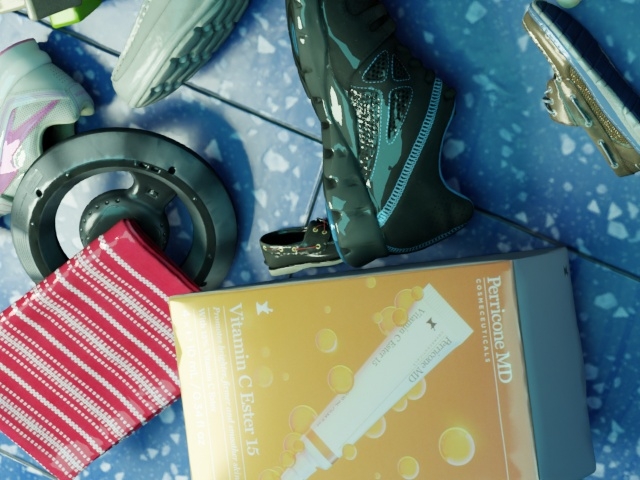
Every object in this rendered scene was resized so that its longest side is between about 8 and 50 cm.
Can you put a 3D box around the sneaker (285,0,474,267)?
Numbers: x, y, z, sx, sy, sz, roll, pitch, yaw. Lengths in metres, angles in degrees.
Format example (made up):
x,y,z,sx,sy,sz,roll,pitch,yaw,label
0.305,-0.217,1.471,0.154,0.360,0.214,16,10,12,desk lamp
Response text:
x,y,z,sx,sy,sz,roll,pitch,yaw,label
0.050,-0.152,1.590,0.140,0.125,0.340,-12,103,-1,sneaker

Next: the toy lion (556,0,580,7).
x,y,z,sx,sy,sz,roll,pitch,yaw,label
0.226,-0.271,1.511,0.096,0.034,0.100,-38,91,20,toy lion

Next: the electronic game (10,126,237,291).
x,y,z,sx,sy,sz,roll,pitch,yaw,label
-0.198,-0.011,1.722,0.229,0.048,0.229,0,122,0,electronic game

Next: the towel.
x,y,z,sx,sy,sz,roll,pitch,yaw,label
-0.230,0.118,1.743,0.275,0.031,0.199,-37,114,15,towel

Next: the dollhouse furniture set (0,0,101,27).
x,y,z,sx,sy,sz,roll,pitch,yaw,label
-0.400,-0.272,1.689,0.302,0.151,0.197,-10,104,25,dollhouse furniture set

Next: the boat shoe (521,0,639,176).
x,y,z,sx,sy,sz,roll,pitch,yaw,label
0.234,-0.132,1.532,0.066,0.066,0.183,-39,91,29,boat shoe

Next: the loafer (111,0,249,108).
x,y,z,sx,sy,sz,roll,pitch,yaw,label
-0.114,-0.269,1.607,0.111,0.112,0.319,38,109,11,loafer

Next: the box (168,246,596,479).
x,y,z,sx,sy,sz,roll,pitch,yaw,label
0.057,0.133,1.582,0.345,0.168,0.215,-7,90,25,box

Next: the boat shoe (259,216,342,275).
x,y,z,sx,sy,sz,roll,pitch,yaw,label
-0.001,0.001,1.680,0.133,0.049,0.042,-12,111,29,boat shoe

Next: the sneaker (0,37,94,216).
x,y,z,sx,sy,sz,roll,pitch,yaw,label
-0.314,-0.075,1.750,0.111,0.103,0.252,33,117,10,sneaker
